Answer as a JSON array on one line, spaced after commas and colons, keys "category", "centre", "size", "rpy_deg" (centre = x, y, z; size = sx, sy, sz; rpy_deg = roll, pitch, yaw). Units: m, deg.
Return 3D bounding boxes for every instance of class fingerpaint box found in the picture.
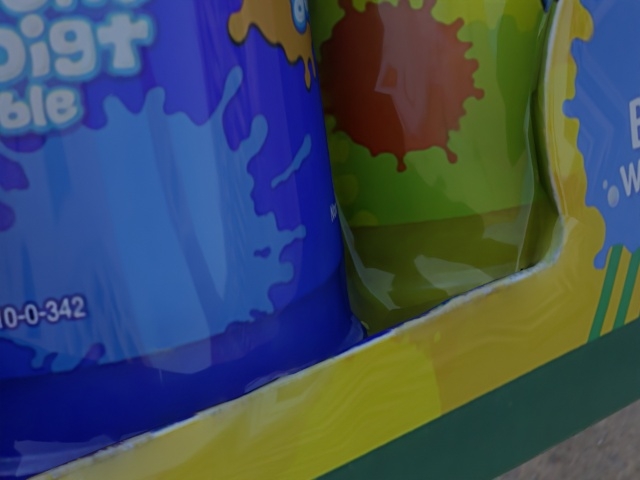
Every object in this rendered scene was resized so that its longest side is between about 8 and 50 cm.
[{"category": "fingerpaint box", "centre": [-0.082, -0.098, 0.370], "size": [0.445, 0.163, 0.371], "rpy_deg": [-19, 106, -41]}]
